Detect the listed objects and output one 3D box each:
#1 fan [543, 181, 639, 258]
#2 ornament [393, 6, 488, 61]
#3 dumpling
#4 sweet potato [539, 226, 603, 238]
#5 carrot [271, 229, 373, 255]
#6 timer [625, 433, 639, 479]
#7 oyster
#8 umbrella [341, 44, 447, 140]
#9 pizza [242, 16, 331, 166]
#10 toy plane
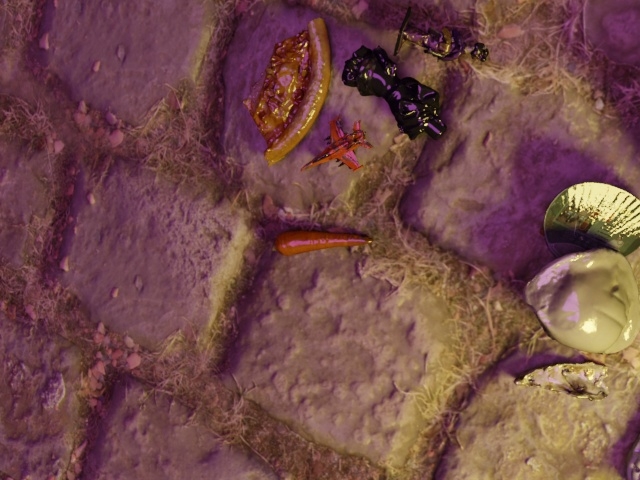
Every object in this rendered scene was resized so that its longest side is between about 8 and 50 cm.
[{"bbox_3d":[0.538,-0.011,1.432,0.294,0.012,0.223,-32,116,20],"label":"fan"},{"bbox_3d":[0.269,-0.439,1.490,0.203,0.088,0.081,12,69,5],"label":"ornament"},{"bbox_3d":[0.566,0.122,1.431,0.175,0.243,0.227,36,98,40],"label":"dumpling"},{"bbox_3d":[0.569,-0.031,1.455,0.195,0.056,0.056,-5,96,13],"label":"sweet potato"},{"bbox_3d":[0.000,0.000,1.646,0.256,0.061,0.061,-6,95,16],"label":"carrot"},{"bbox_3d":[0.791,0.470,1.426,0.237,0.087,0.262,26,105,14],"label":"timer"},{"bbox_3d":[0.543,0.304,1.515,0.200,0.061,0.106,18,85,13],"label":"oyster"},{"bbox_3d":[0.171,-0.328,1.515,0.272,0.110,0.122,43,110,10],"label":"umbrella"},{"bbox_3d":[-0.077,-0.355,1.612,0.182,0.074,0.365,28,104,4],"label":"pizza"},{"bbox_3d":[0.033,-0.211,1.610,0.188,0.062,0.135,-28,88,34],"label":"toy plane"}]
